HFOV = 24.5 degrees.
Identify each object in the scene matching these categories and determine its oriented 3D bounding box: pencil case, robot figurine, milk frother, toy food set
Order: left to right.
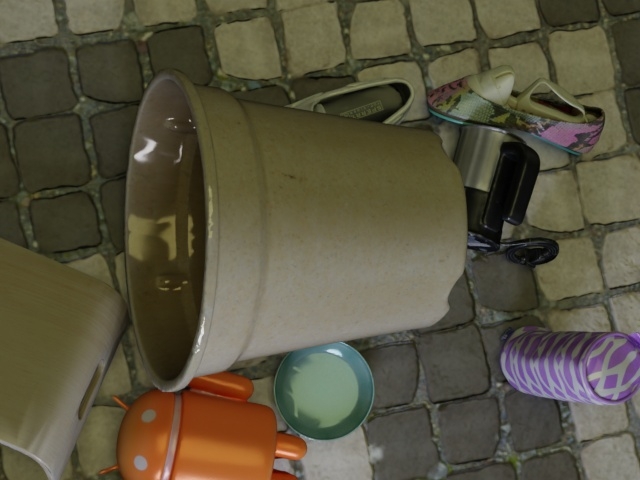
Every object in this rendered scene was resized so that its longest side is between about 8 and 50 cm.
[{"bbox_3d":[-0.383,0.108,1.589,0.306,0.092,0.220,23,57,-3],"label":"toy food set"},{"bbox_3d":[-0.129,0.234,1.618,0.219,0.128,0.158,12,123,-10],"label":"robot figurine"},{"bbox_3d":[0.222,-0.049,1.758,0.143,0.129,0.135,30,73,-51],"label":"milk frother"},{"bbox_3d":[0.287,0.140,1.683,0.088,0.206,0.086,-38,104,-17],"label":"pencil case"}]

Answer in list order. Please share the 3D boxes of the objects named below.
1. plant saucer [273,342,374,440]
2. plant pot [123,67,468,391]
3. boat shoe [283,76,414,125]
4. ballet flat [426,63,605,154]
[{"bbox_3d":[0.003,0.173,1.708,0.119,0.021,0.119,2,81,-11],"label":"plant saucer"},{"bbox_3d":[-0.023,-0.011,1.571,0.305,0.334,0.334,0,82,-21],"label":"plant pot"},{"bbox_3d":[-0.009,-0.131,1.717,0.258,0.084,0.095,-29,89,-14],"label":"boat shoe"},{"bbox_3d":[0.240,-0.166,1.773,0.221,0.079,0.077,15,35,-11],"label":"ballet flat"}]
